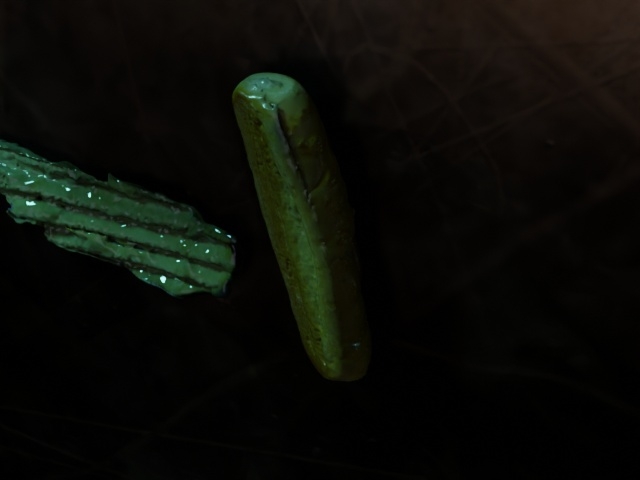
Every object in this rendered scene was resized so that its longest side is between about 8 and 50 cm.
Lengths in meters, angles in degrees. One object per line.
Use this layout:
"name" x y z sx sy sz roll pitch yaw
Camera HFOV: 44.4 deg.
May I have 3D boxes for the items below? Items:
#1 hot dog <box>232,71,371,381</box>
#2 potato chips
"hot dog" 0.000 0.000 0.469 0.066 0.047 0.216 36 148 52
"potato chips" -0.148 -0.008 0.550 0.207 0.028 0.092 18 130 11
